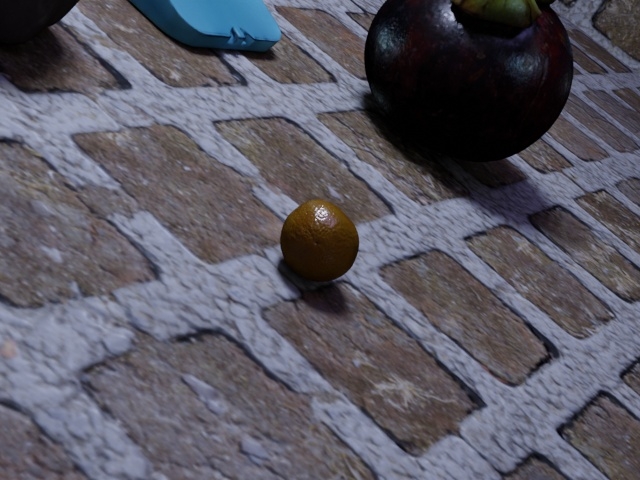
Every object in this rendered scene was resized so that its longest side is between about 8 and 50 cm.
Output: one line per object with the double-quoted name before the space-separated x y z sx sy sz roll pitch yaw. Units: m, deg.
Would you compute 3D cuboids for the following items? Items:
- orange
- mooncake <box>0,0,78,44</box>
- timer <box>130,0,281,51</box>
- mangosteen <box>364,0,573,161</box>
"orange" 0.000 0.000 1.197 0.085 0.085 0.085 29 23 -14
"mooncake" -0.359 -0.328 1.249 0.306 0.154 0.306 29 24 -15
"timer" -0.186 -0.336 1.645 0.250 0.091 0.232 55 27 15
"mangosteen" 0.216 -0.259 1.739 0.300 0.300 0.300 29 23 -14
